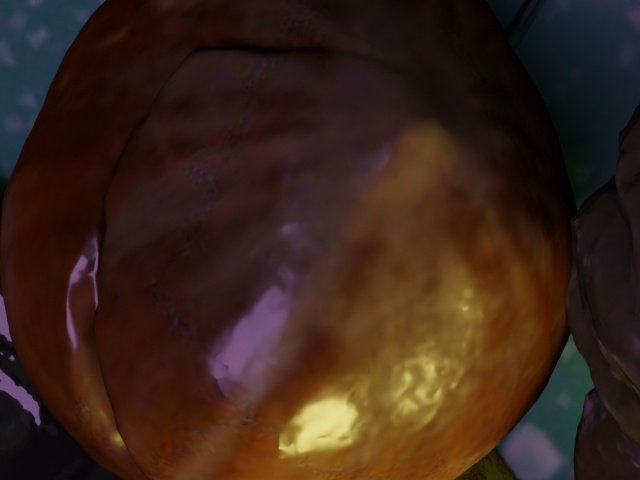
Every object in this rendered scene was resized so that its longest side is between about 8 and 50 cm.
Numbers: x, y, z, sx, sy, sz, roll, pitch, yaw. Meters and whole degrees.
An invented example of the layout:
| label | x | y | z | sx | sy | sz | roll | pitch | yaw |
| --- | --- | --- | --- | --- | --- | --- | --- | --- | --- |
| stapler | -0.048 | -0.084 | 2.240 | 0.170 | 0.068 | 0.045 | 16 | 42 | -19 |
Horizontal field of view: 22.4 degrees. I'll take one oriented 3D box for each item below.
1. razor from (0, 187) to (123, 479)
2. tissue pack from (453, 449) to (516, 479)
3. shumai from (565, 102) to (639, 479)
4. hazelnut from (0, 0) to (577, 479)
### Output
| label | x | y | z | sx | sy | sz | roll | pitch | yaw |
| --- | --- | --- | --- | --- | --- | --- | --- | --- | --- |
| razor | -0.105 | 0.052 | 0.579 | 0.148 | 0.054 | 0.090 | 45 | 116 | 1 |
| tissue pack | 0.008 | 0.134 | 0.500 | 0.095 | 0.176 | 0.062 | -36 | 92 | 27 |
| shumai | 0.149 | 0.016 | 0.448 | 0.184 | 0.218 | 0.185 | 48 | 154 | -6 |
| hazelnut | 0.000 | 0.000 | 0.467 | 0.182 | 0.182 | 0.182 | 6 | 109 | 17 |
